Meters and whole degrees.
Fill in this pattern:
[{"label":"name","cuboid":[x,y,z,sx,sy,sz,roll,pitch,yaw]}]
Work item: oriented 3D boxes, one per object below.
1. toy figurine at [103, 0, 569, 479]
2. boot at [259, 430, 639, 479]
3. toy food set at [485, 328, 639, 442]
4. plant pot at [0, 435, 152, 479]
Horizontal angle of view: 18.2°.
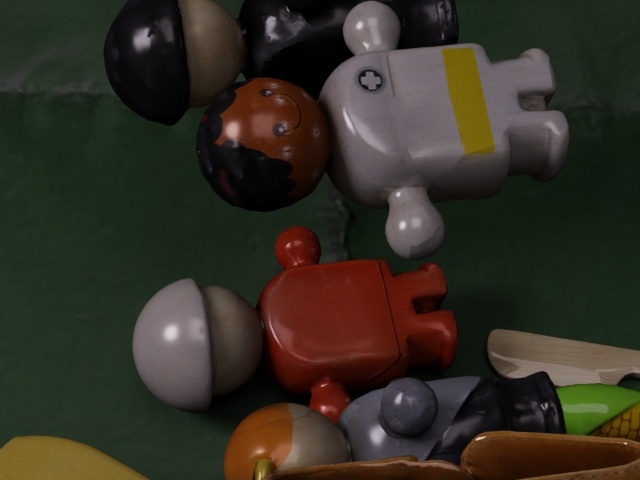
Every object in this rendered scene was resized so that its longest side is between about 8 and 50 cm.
[{"label":"toy figurine","cuboid":[0.000,0.000,0.805,0.148,0.213,0.209,-6,22,-13]},{"label":"boot","cuboid":[0.118,0.176,0.717,0.295,0.211,0.104,3,14,-3]},{"label":"toy food set","cuboid":[0.123,0.120,0.855,0.132,0.038,0.192,7,59,1]},{"label":"plant pot","cuboid":[-0.110,0.128,0.817,0.083,0.081,0.081,34,63,28]}]
